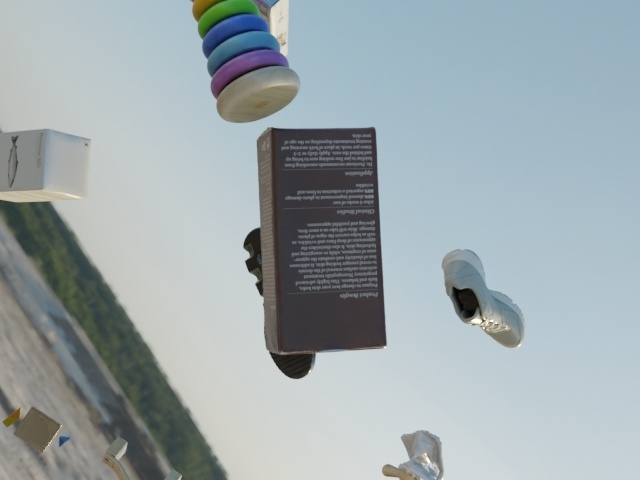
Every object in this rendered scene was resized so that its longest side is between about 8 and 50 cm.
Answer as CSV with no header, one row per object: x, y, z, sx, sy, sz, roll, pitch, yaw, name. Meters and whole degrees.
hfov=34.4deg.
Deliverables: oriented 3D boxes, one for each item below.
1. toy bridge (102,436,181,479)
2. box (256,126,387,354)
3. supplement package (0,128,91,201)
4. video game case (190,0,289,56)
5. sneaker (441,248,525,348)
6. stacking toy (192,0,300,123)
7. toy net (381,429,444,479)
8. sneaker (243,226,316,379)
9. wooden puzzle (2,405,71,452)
-0.205,0.329,1.347,0.188,0.063,0.026,30,-49,9,toy bridge
0.000,0.000,1.782,0.143,0.191,0.381,165,-76,-76,box
-0.485,-0.123,1.728,0.179,0.105,0.105,-1,-8,32,supplement package
-0.178,-0.501,2.081,0.269,0.061,0.244,41,-14,11,video game case
0.323,0.146,2.090,0.262,0.099,0.121,47,35,-23,sneaker
-0.155,-0.362,1.678,0.141,0.141,0.330,105,-37,-72,stacking toy
0.109,0.336,1.321,0.122,0.045,0.232,49,-40,27,toy net
-0.052,0.131,2.185,0.146,0.122,0.330,13,58,-56,sneaker
-0.534,0.355,1.949,0.116,0.078,0.014,42,10,-6,wooden puzzle
